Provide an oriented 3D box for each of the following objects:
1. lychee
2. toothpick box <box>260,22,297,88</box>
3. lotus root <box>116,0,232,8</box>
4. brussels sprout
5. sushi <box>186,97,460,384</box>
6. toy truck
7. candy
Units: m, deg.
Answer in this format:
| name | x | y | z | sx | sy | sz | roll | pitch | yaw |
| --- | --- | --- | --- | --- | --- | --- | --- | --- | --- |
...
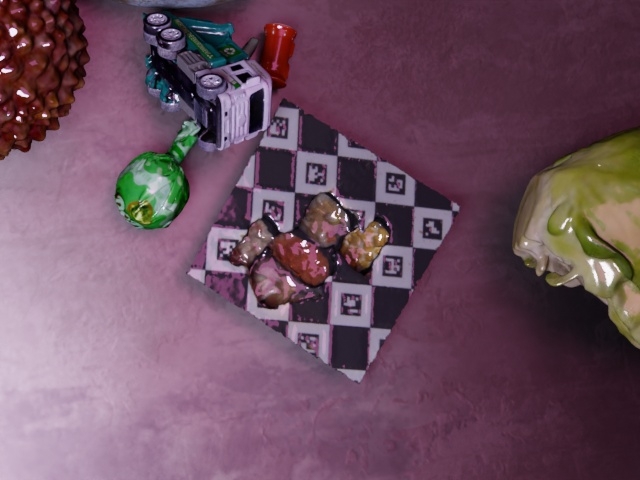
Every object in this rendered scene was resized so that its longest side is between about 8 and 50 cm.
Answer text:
| name | x | y | z | sx | sy | sz | roll | pitch | yaw |
| --- | --- | --- | --- | --- | --- | --- | --- | --- | --- |
| lychee | -0.421 | -0.240 | 1.347 | 0.306 | 0.306 | 0.330 | 9 | 41 | -18 |
| toothpick box | -0.062 | -0.250 | 1.610 | 0.047 | 0.047 | 0.083 | 14 | 79 | -17 |
| lotus root | -0.204 | -0.379 | 1.530 | 0.322 | 0.140 | 0.158 | -12 | 87 | -18 |
| brussels sprout | 0.464 | -0.009 | 1.649 | 0.371 | 0.276 | 0.315 | 24 | 88 | -8 |
| sushi | 0.000 | 0.000 | 1.588 | 0.294 | 0.059 | 0.292 | 33 | 73 | -12 |
| toy truck | -0.141 | -0.214 | 1.495 | 0.116 | 0.110 | 0.216 | -22 | 48 | -26 |
| candy | -0.165 | -0.152 | 1.553 | 0.097 | 0.097 | 0.323 | 35 | 64 | -11 |
